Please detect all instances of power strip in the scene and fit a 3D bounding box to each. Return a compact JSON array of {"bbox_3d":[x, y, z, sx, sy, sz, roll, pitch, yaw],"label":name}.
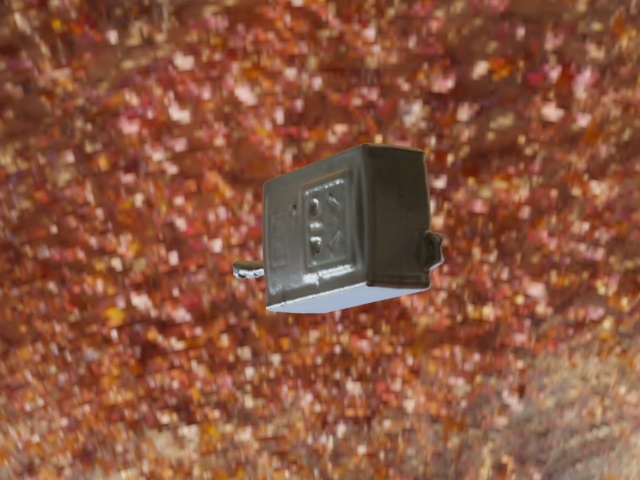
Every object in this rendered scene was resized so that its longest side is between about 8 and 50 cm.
[{"bbox_3d":[0.000,0.000,0.908,0.042,0.175,0.075,4,-102,-31],"label":"power strip"}]
